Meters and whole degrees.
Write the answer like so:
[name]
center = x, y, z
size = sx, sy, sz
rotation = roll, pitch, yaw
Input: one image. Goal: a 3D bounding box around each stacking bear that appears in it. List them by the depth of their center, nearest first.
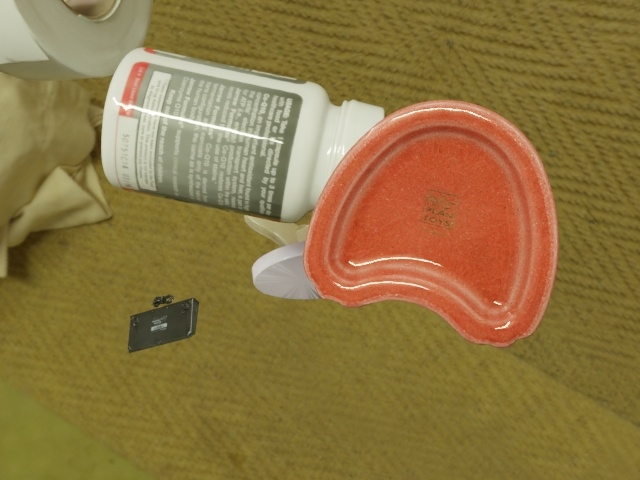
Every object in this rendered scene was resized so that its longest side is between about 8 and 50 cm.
[stacking bear]
center = 0.111, -0.040, 0.583
size = 0.175, 0.289, 0.164
rotation = 15, 102, 9

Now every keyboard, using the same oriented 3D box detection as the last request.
[keyboard]
center = -0.313, 0.158, 1.286
size = 0.180, 0.023, 0.108
rotation = -17, 61, 29

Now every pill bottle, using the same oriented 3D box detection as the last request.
[pill bottle]
center = -0.081, -0.109, 0.727
size = 0.283, 0.161, 0.161
rotation = 12, 110, -1

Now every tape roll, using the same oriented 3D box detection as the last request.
[tape roll]
center = -0.318, -0.332, 0.762
size = 0.100, 0.286, 0.286
rotation = 2, 108, 19

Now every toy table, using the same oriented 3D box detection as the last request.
[toy table]
center = 0.000, 0.000, 1.201
size = 0.274, 0.161, 0.252
rotation = 3, 145, -26
